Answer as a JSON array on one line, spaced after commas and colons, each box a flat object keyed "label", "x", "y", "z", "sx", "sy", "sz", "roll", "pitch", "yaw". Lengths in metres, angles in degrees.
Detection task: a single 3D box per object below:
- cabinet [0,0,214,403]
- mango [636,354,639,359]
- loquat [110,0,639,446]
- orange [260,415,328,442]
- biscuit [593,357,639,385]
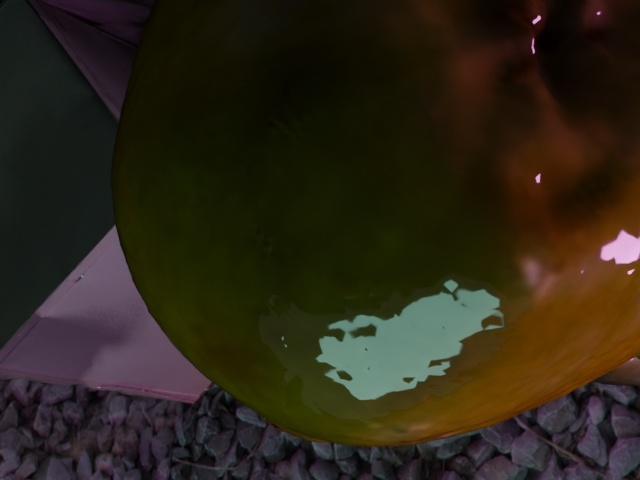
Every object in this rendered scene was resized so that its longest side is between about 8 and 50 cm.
[{"label": "cabinet", "x": -0.117, "y": -0.017, "z": 0.960, "sx": 0.150, "sy": 0.145, "sz": 0.206, "roll": 51, "pitch": -164, "yaw": 27}, {"label": "mango", "x": 0.212, "y": -0.007, "z": 0.828, "sx": 0.185, "sy": 0.149, "sz": 0.273, "roll": 15, "pitch": 169, "yaw": 4}, {"label": "loquat", "x": 0.028, "y": -0.032, "z": 0.580, "sx": 0.213, "sy": 0.213, "sz": 0.246, "roll": 11, "pitch": 168, "yaw": -17}, {"label": "orange", "x": 0.001, "y": 0.096, "z": 1.758, "sx": 0.219, "sy": 0.193, "sz": 0.219, "roll": 41, "pitch": -162, "yaw": -17}, {"label": "biscuit", "x": 0.268, "y": 0.049, "z": 1.362, "sx": 0.335, "sy": 0.078, "sz": 0.329, "roll": -2, "pitch": -172, "yaw": -3}]
